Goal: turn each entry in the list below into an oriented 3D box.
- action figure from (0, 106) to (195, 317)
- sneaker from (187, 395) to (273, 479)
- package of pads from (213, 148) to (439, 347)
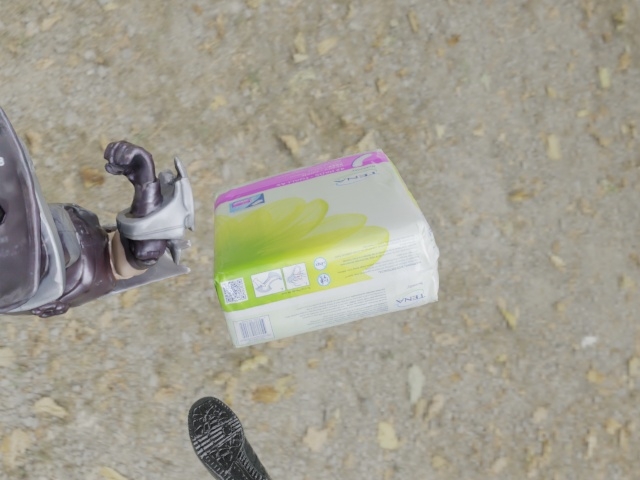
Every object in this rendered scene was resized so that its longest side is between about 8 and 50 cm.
[{"bbox_3d":[-0.155,0.004,0.519,0.185,0.285,0.099,-22,93,-3],"label":"action figure"},{"bbox_3d":[-0.070,0.231,0.958,0.051,0.089,0.170,-31,66,-16],"label":"sneaker"},{"bbox_3d":[0.000,0.000,1.138,0.229,0.296,0.101,-13,112,0],"label":"package of pads"}]
